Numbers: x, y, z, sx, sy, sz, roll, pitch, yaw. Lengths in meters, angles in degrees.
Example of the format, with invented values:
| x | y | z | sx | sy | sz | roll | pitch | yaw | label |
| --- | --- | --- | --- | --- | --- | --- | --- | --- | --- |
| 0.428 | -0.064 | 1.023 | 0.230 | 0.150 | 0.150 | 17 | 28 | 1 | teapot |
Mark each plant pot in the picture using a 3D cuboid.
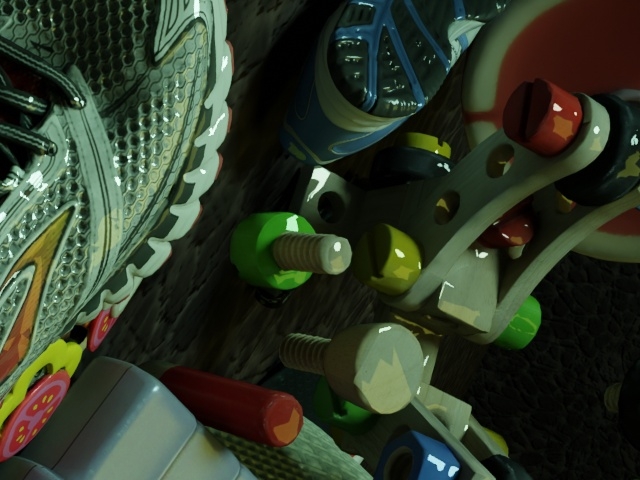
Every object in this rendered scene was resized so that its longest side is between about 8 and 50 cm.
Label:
| x | y | z | sx | sy | sz | roll | pitch | yaw | label |
| --- | --- | --- | --- | --- | --- | --- | --- | --- | --- |
| 0.213 | -0.125 | 0.909 | 0.243 | 0.275 | 0.275 | -55 | 168 | -55 | plant pot |

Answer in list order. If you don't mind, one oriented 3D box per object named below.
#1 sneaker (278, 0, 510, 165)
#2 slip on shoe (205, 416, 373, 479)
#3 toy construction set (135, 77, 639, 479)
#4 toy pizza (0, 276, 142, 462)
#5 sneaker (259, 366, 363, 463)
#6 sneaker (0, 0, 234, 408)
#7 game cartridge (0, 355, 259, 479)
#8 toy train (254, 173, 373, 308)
| x | y | z | sx | sy | sz | roll | pitch | yaw | label |
| --- | --- | --- | --- | --- | --- | --- | --- | --- | --- |
| 0.038 | -0.115 | 0.757 | 0.081 | 0.080 | 0.211 | -42 | -175 | 44 | sneaker |
| -0.063 | 0.161 | 0.829 | 0.101 | 0.123 | 0.331 | -56 | 165 | 15 | slip on shoe |
| 0.031 | 0.045 | 0.767 | 0.309 | 0.237 | 0.257 | -3 | 95 | -37 | toy construction set |
| -0.099 | 0.012 | 0.521 | 0.201 | 0.032 | 0.201 | -57 | 167 | -21 | toy pizza |
| -0.047 | 0.200 | 1.040 | 0.270 | 0.090 | 0.145 | -47 | 162 | -41 | sneaker |
| -0.098 | 0.003 | 0.371 | 0.225 | 0.088 | 0.093 | -61 | 167 | -4 | sneaker |
| -0.127 | 0.249 | 0.597 | 0.355 | 0.068 | 0.230 | -55 | 138 | -18 | game cartridge |
| 0.000 | 0.000 | 0.927 | 0.158 | 0.027 | 0.036 | -46 | 164 | -52 | toy train |
